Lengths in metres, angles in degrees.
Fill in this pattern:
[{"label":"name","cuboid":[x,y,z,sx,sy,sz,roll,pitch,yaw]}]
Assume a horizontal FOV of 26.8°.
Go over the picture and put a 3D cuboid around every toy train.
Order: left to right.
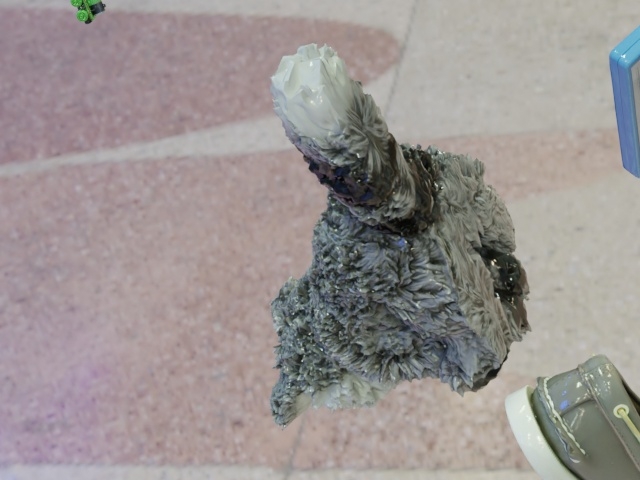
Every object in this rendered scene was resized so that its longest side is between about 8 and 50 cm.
[{"label":"toy train","cuboid":[-0.188,-0.206,1.028,0.024,0.083,0.017,-18,18,8]}]

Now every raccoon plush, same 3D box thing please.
[{"label":"raccoon plush","cuboid":[0.000,0.000,1.311,0.299,0.446,0.216,-17,34,29]}]

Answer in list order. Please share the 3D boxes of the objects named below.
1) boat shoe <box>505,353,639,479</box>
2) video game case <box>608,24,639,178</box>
[{"label":"boat shoe","cuboid":[0.264,0.181,1.071,0.091,0.305,0.109,-36,44,20]},{"label":"video game case","cuboid":[0.219,-0.119,0.712,0.166,0.119,0.015,-43,60,-7]}]
